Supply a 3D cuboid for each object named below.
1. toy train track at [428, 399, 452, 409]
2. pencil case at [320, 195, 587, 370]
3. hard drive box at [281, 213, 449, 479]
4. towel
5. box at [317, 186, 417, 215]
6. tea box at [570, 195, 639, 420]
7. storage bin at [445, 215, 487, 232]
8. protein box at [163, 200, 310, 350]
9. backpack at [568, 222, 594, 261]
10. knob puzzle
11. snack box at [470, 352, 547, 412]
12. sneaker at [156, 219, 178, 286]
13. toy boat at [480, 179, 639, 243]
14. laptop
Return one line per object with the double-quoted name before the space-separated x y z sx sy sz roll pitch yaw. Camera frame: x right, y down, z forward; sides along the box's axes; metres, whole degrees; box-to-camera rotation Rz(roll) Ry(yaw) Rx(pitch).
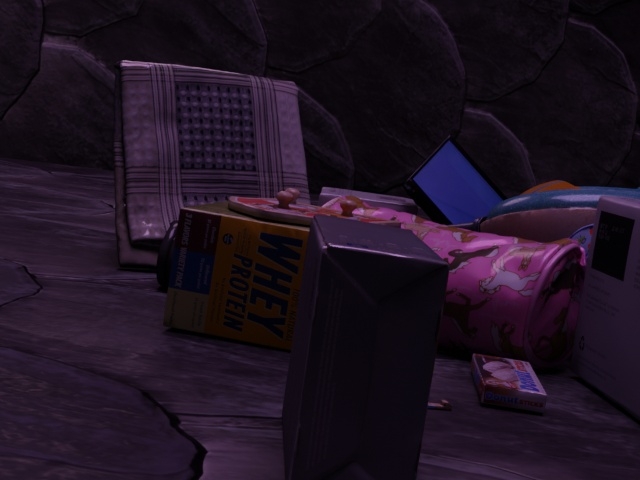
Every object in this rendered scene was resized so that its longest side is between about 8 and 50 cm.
"toy train track" 0.085 0.150 1.222 0.083 0.014 0.048 7 6 -14
"pencil case" 0.146 0.045 1.614 0.386 0.160 0.167 12 8 39
"hard drive box" 0.026 0.083 0.975 0.089 0.181 0.232 8 7 -4
"towel" -0.157 -0.103 1.923 0.312 0.324 0.056 4 -14 -32
"box" 0.080 -0.024 2.365 0.182 0.119 0.181 8 6 1
"tea box" 0.476 0.089 1.354 0.324 0.220 0.329 7 6 -6
"storage bin" 0.242 0.029 2.082 0.091 0.135 0.098 1 0 38
"protein box" -0.051 0.039 1.495 0.200 0.136 0.201 10 6 10
"backpack" 0.359 0.050 1.616 0.117 0.158 0.173 1 49 -35
"knob puzzle" -0.019 -0.040 1.482 0.213 0.030 0.213 9 6 -1
"snack box" 0.195 0.148 1.351 0.064 0.022 0.178 10 6 2
"sneaker" -0.132 0.012 1.786 0.147 0.104 0.296 15 11 12
"toy boat" 0.356 -0.017 1.850 0.267 0.148 0.318 2 -12 1
"laptop" 0.271 -0.052 2.275 0.234 0.136 0.264 47 4 -6
